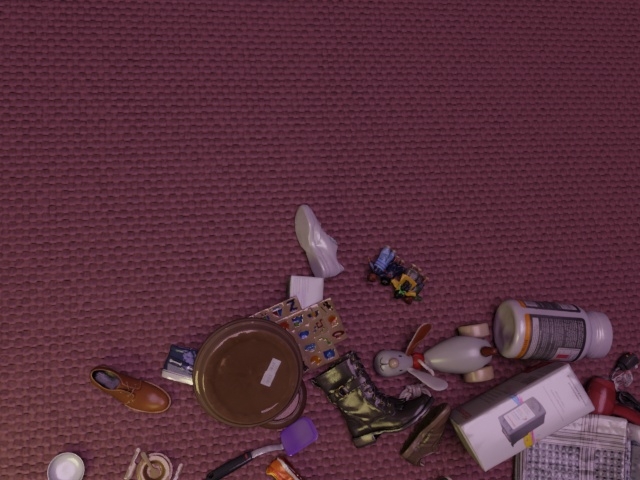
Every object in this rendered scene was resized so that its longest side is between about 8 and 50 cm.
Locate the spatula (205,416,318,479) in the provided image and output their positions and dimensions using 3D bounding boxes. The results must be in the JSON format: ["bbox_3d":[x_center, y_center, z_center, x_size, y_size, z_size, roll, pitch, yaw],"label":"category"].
[{"bbox_3d":[-0.148,0.528,1.587,0.297,0.030,0.084,-23,39,-8],"label":"spatula"}]

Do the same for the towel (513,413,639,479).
[{"bbox_3d":[0.675,0.607,1.667,0.325,0.056,0.312,6,76,12],"label":"towel"}]

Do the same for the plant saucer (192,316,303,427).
[{"bbox_3d":[-0.173,0.328,1.564,0.278,0.041,0.277,-1,95,-16],"label":"plant saucer"}]

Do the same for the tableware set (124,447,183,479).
[{"bbox_3d":[-0.421,0.607,1.529,0.128,0.039,0.194,21,75,-5],"label":"tableware set"}]

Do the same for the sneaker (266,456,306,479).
[{"bbox_3d":[-0.064,0.619,1.588,0.067,0.064,0.175,-43,81,-1],"label":"sneaker"}]

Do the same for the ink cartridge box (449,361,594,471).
[{"bbox_3d":[0.493,0.431,1.607,0.306,0.226,0.131,-30,82,-1],"label":"ink cartridge box"}]

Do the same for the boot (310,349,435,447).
[{"bbox_3d":[0.130,0.382,1.623,0.263,0.091,0.228,-29,84,11],"label":"boot"}]

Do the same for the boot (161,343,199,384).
[{"bbox_3d":[-0.296,0.321,1.599,0.190,0.069,0.086,16,81,-6],"label":"boot"}]

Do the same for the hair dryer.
[{"bbox_3d":[0.828,0.467,1.764,0.294,0.080,0.223,-29,86,-13],"label":"hair dryer"}]

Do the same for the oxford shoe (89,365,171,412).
[{"bbox_3d":[-0.467,0.367,1.558,0.212,0.076,0.076,23,73,-6],"label":"oxford shoe"}]

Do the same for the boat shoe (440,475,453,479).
[{"bbox_3d":[0.353,0.767,1.596,0.096,0.112,0.335,-20,85,-18],"label":"boat shoe"}]

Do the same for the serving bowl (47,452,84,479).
[{"bbox_3d":[-0.602,0.546,1.516,0.083,0.027,0.083,2,78,-10],"label":"serving bowl"}]

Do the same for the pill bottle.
[{"bbox_3d":[0.629,0.248,1.734,0.279,0.162,0.162,6,77,-8],"label":"pill bottle"}]

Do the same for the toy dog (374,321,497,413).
[{"bbox_3d":[0.326,0.310,1.667,0.334,0.161,0.220,-27,83,-15],"label":"toy dog"}]

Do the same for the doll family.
[{"bbox_3d":[0.205,0.101,1.742,0.193,0.076,0.111,35,78,4],"label":"doll family"}]

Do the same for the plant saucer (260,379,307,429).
[{"bbox_3d":[-0.116,0.399,1.637,0.169,0.029,0.168,2,78,-9],"label":"plant saucer"}]

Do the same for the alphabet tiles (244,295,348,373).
[{"bbox_3d":[-0.059,0.242,1.611,0.237,0.009,0.198,-24,101,-5],"label":"alphabet tiles"}]

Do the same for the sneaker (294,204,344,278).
[{"bbox_3d":[0.000,0.000,1.733,0.094,0.080,0.212,-13,79,-32],"label":"sneaker"}]

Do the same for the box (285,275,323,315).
[{"bbox_3d":[-0.044,0.148,1.668,0.087,0.101,0.101,4,79,-10],"label":"box"}]

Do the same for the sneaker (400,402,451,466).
[{"bbox_3d":[0.288,0.501,1.646,0.071,0.066,0.188,37,104,-3],"label":"sneaker"}]
